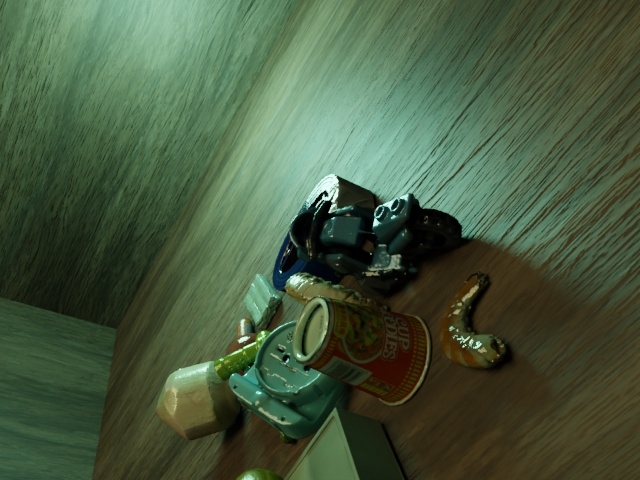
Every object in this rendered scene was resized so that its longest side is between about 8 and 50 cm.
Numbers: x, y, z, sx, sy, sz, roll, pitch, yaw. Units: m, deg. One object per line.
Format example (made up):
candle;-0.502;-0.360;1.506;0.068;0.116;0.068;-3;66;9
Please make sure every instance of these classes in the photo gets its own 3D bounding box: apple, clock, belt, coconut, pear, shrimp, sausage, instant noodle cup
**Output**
apple;-0.198;0.329;1.607;0.153;0.120;0.153;11;-90;-81
clock;-0.049;0.275;1.289;0.224;0.094;0.274;19;61;37
belt;0.000;0.000;1.509;0.346;0.117;0.212;-58;25;22
coconut;-0.358;0.463;1.695;0.234;0.224;0.224;-20;42;11
pear;-0.133;0.579;1.274;0.148;0.149;0.162;-61;18;14
shrimp;0.265;0.131;0.973;0.161;0.049;0.166;0;62;65
sausage;-0.220;0.355;1.736;0.053;0.053;0.347;-53;29;29
instant noodle cup;0.066;0.196;1.107;0.193;0.212;0.193;-45;33;41

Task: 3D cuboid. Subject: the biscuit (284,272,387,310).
biscuit;0.008;0.129;1.313;0.281;0.179;0.084;13;82;65

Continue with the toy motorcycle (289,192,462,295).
toy motorcycle;0.085;-0.003;1.206;0.416;0.232;0.172;-19;50;57

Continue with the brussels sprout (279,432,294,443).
brussels sprout;-0.082;0.444;1.401;0.051;0.046;0.083;-46;33;50

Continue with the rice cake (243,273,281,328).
rice cake;-0.186;0.184;1.823;0.124;0.038;0.211;-62;25;12

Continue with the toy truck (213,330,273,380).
toy truck;-0.131;0.304;1.449;0.187;0.211;0.148;-43;29;12

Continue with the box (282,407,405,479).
box;0.045;0.468;1.046;0.224;0.118;0.225;-58;26;19
